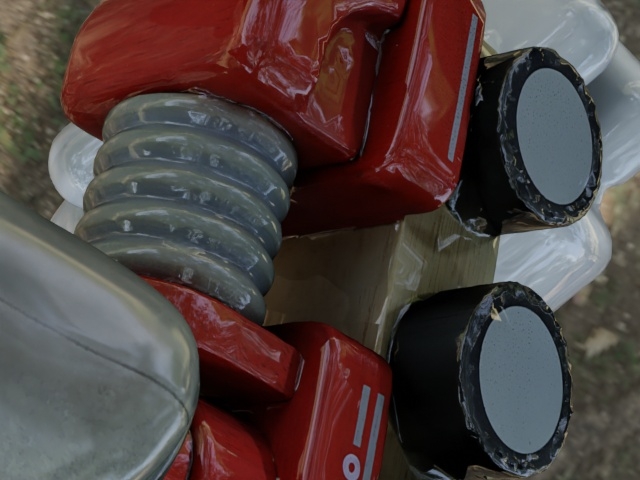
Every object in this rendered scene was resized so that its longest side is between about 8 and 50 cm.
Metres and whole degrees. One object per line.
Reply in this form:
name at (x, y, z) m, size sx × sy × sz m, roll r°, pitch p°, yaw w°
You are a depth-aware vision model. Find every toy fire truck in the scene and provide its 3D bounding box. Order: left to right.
toy fire truck at (-0.059, 0.002, 0.456) m, size 0.246 × 0.158 × 0.217 m, roll 33°, pitch 59°, yaw -42°

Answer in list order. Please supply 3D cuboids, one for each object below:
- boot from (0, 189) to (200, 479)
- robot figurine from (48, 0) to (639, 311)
boot at (-0.116, -0.031, 0.289) m, size 0.246 × 0.161 × 0.083 m, roll 27°, pitch 54°, yaw -11°
robot figurine at (0.000, 0.000, 0.815) m, size 0.353 × 0.200 × 0.300 m, roll -40°, pitch 132°, yaw 10°
